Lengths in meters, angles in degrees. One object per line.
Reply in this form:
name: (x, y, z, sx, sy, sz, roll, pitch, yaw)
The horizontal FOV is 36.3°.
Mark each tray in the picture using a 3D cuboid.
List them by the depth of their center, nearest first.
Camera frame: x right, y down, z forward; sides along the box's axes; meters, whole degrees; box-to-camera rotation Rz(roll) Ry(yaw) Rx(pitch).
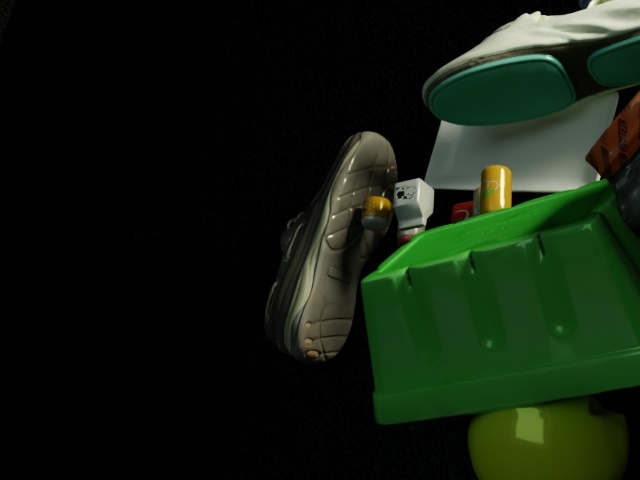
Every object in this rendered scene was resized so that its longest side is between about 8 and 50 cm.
tray: (0.272, -0.129, 1.337, 0.270, 0.030, 0.145, 5, 73, 42)

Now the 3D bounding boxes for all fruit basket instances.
fruit basket: (0.253, 0.154, 1.102, 0.391, 0.283, 0.392, 12, 116, 26)

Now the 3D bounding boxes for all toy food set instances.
toy food set: (0.162, -0.016, 1.316, 0.232, 0.111, 0.105, -11, 61, 34)

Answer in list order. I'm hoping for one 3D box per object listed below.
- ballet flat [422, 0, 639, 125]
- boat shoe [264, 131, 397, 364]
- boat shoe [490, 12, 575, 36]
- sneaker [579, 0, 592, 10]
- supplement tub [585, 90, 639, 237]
ballet flat: (0.325, -0.247, 1.249, 0.400, 0.139, 0.139, -12, 61, 28)
boat shoe: (0.000, 0.000, 1.438, 0.130, 0.132, 0.356, 11, 75, 44)
boat shoe: (0.316, -0.267, 1.352, 0.184, 0.066, 0.063, 1, 68, 31)
sneaker: (0.453, -0.348, 1.261, 0.232, 0.081, 0.091, -2, 65, 33)
supplement tub: (0.434, -0.028, 0.926, 0.338, 0.207, 0.207, 43, 100, 12)
